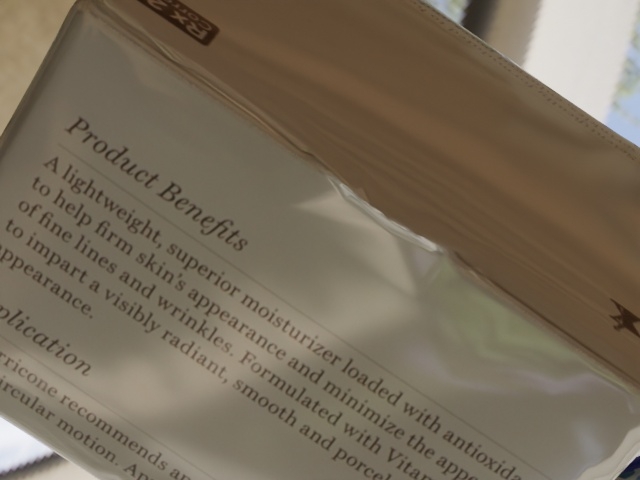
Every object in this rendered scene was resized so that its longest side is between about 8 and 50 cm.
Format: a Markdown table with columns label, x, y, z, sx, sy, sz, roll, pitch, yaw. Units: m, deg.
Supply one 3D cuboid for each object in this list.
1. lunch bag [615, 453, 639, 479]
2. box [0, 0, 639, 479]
| label | x | y | z | sx | sy | sz | roll | pitch | yaw |
| --- | --- | --- | --- | --- | --- | --- | --- | --- | --- |
| lunch bag | 0.109 | 0.158 | 0.751 | 0.129 | 0.151 | 0.096 | 124 | -48 | -60 |
| box | 0.000 | 0.000 | 0.503 | 0.119 | 0.181 | 0.182 | -54 | -175 | 24 |
